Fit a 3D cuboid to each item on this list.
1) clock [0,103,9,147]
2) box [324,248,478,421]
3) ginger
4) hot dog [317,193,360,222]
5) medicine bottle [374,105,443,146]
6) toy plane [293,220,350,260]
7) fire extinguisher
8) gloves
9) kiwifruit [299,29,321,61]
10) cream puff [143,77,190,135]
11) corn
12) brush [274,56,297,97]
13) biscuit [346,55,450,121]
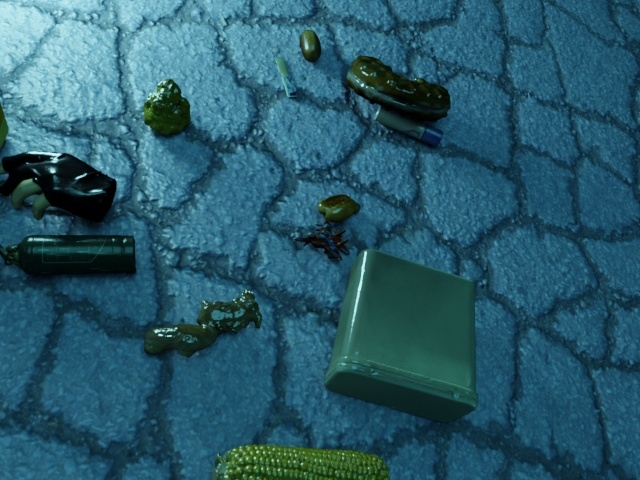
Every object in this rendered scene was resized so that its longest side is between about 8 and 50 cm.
[{"bbox_3d":[-0.869,-0.311,1.319,0.143,0.202,0.096,13,58,-10],"label":"clock"},{"bbox_3d":[0.219,0.238,1.368,0.351,0.177,0.344,17,58,-6],"label":"box"},{"bbox_3d":[-0.280,0.203,1.286,0.289,0.084,0.122,-21,77,-25],"label":"ginger"},{"bbox_3d":[0.057,-0.095,1.564,0.089,0.060,0.140,33,47,31],"label":"hot dog"},{"bbox_3d":[0.296,-0.385,1.794,0.230,0.059,0.059,23,58,-4],"label":"medicine bottle"},{"bbox_3d":[-0.002,0.002,1.486,0.189,0.061,0.130,-2,63,-33],"label":"toy plane"},{"bbox_3d":[-0.605,0.031,1.281,0.310,0.096,0.114,-1,28,-19],"label":"fire extinguisher"},{"bbox_3d":[-0.663,-0.145,1.339,0.300,0.153,0.197,1,34,-1],"label":"gloves"},{"bbox_3d":[-0.034,-0.667,1.838,0.075,0.075,0.125,0,58,-17],"label":"kiwifruit"},{"bbox_3d":[-0.440,-0.386,1.542,0.146,0.116,0.146,9,57,-14],"label":"cream puff"},{"bbox_3d":[-0.040,0.520,1.158,0.386,0.144,0.144,11,60,-14],"label":"corn"},{"bbox_3d":[-0.115,-0.548,1.778,0.033,0.030,0.179,-13,67,-12],"label":"brush"},{"bbox_3d":[0.257,-0.493,1.764,0.365,0.115,0.268,21,29,1],"label":"biscuit"}]
